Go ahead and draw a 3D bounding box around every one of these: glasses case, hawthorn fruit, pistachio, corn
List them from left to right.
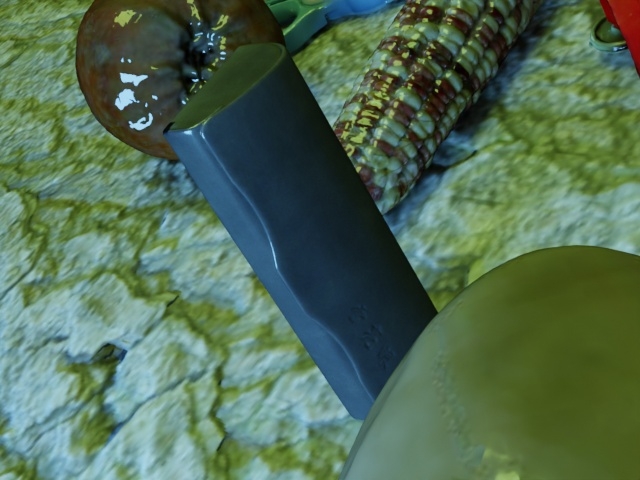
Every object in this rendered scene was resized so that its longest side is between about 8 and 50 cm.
[{"bbox_3d":[-0.112,-0.132,0.916,0.149,0.149,0.189,-46,39,-16],"label":"hawthorn fruit"},{"bbox_3d":[-0.001,-0.001,0.617,0.042,0.191,0.072,5,47,44],"label":"glasses case"},{"bbox_3d":[0.065,-0.103,0.794,0.079,0.079,0.237,8,56,46],"label":"corn"},{"bbox_3d":[0.068,0.128,0.428,0.197,0.166,0.288,-27,30,57],"label":"pistachio"}]

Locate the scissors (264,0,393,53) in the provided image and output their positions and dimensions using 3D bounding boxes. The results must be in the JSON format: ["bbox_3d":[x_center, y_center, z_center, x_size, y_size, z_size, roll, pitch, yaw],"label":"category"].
[{"bbox_3d":[0.035,-0.193,0.965,0.256,0.030,0.125,-11,42,35],"label":"scissors"}]

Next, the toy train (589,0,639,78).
[{"bbox_3d":[0.204,-0.189,0.766,0.131,0.083,0.204,-21,37,18],"label":"toy train"}]
